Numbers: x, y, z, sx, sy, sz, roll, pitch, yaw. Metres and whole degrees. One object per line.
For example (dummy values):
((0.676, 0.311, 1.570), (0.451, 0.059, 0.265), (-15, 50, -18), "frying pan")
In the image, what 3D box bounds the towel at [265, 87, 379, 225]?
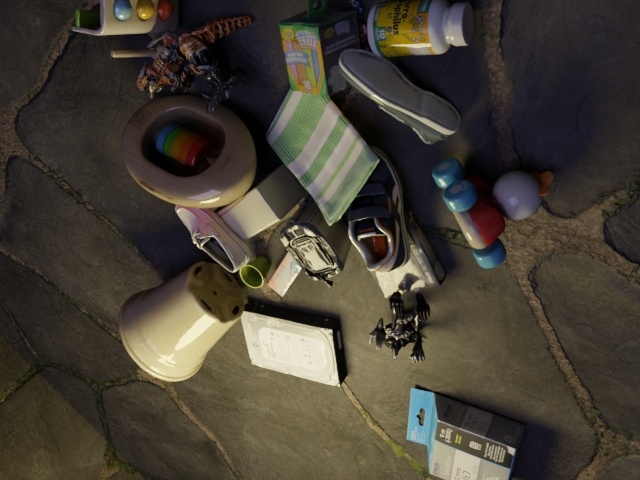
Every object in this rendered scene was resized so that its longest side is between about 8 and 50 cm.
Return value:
((-0.008, -0.231, 1.776), (0.325, 0.038, 0.248), (55, 135, 22), "towel")

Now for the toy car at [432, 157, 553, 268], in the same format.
((0.417, -0.101, 1.627), (0.238, 0.210, 0.219), (-27, 121, 11), "toy car")

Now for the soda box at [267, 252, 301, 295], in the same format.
((-0.090, 0.085, 2.113), (0.063, 0.058, 0.183), (37, 133, 4), "soda box")

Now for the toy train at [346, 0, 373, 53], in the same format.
((0.095, -0.482, 1.629), (0.036, 0.027, 0.158), (-2, 120, 30), "toy train")

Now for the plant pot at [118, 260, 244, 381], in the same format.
((-0.418, 0.233, 2.271), (0.305, 0.334, 0.334), (-37, 98, 30), "plant pot")

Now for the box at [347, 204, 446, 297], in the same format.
((0.205, 0.034, 1.898), (0.183, 0.056, 0.231), (-17, 110, 39), "box")

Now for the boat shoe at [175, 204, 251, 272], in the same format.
((-0.306, -0.016, 1.944), (0.258, 0.084, 0.095), (38, 132, 5), "boat shoe")

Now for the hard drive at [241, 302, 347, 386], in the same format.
((-0.088, 0.331, 2.279), (0.338, 0.064, 0.237), (10, 125, 27), "hard drive")

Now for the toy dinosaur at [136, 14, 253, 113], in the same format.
((-0.309, -0.451, 1.786), (0.321, 0.164, 0.218), (-24, 117, 33), "toy dinosaur")

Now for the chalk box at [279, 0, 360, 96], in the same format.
((0.001, -0.455, 1.617), (0.132, 0.132, 0.213), (19, 130, 42), "chalk box")

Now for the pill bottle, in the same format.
((0.215, -0.455, 1.514), (0.208, 0.117, 0.118), (6, 123, 29), "pill bottle")

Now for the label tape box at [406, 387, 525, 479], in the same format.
((0.413, 0.611, 2.132), (0.347, 0.115, 0.249), (15, 127, 20), "label tape box")

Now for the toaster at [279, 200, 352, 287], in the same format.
((0.000, 0.000, 1.922), (0.129, 0.146, 0.227), (-20, 119, 35), "toaster")

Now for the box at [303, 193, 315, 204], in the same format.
((-0.007, -0.104, 1.958), (0.067, 0.018, 0.083), (43, 133, -1), "box")

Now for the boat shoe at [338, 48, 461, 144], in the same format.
((0.165, -0.317, 1.612), (0.319, 0.116, 0.099), (28, 147, -14), "boat shoe")

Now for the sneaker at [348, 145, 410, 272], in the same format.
((0.135, -0.076, 1.763), (0.126, 0.127, 0.321), (-15, 91, 40), "sneaker")

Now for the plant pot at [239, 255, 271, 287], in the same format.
((-0.191, 0.089, 2.162), (0.083, 0.079, 0.083), (15, 127, 21), "plant pot")

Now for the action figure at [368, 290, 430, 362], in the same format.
((0.217, 0.260, 1.966), (0.164, 0.141, 0.276), (11, 142, 4), "action figure")

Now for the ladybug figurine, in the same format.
((-0.349, -0.232, 1.923), (0.449, 0.305, 0.162), (32, 168, 28), "ladybug figurine")

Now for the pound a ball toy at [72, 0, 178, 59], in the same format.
((-0.457, -0.540, 1.763), (0.135, 0.319, 0.208), (14, 112, 24), "pound a ball toy")

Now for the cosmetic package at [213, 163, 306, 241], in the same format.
((-0.204, -0.079, 2.002), (0.309, 0.160, 0.113), (-29, 103, 40), "cosmetic package")
